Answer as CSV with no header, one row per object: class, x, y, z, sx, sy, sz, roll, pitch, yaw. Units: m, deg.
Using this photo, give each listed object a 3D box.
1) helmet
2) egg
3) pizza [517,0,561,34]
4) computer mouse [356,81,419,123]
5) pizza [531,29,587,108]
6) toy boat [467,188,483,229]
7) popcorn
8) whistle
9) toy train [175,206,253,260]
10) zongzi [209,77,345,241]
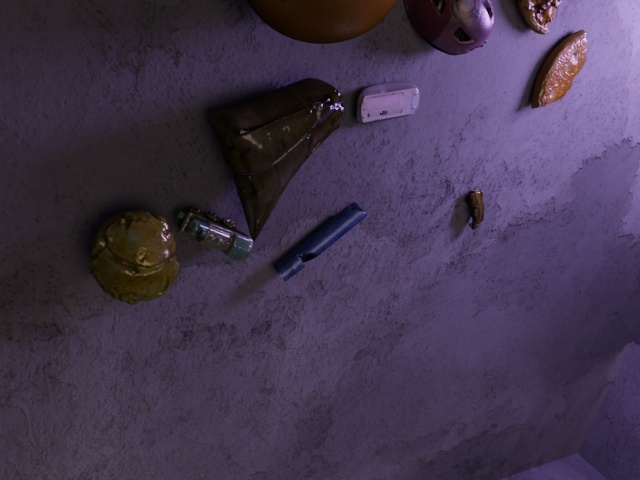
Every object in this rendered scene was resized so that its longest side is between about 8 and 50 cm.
helmet,0.349,-0.586,1.634,0.198,0.154,0.253,-48,137,2
egg,0.009,-0.557,1.331,0.352,0.282,0.282,-15,124,-25
pizza,0.618,-0.714,1.773,0.161,0.085,0.305,-36,132,-11
computer mouse,0.178,-0.370,1.716,0.199,0.045,0.102,-16,126,-25
pizza,0.747,-0.528,1.991,0.135,0.056,0.270,10,110,-35
toy boat,0.506,-0.102,2.098,0.049,0.047,0.149,-16,123,-9
popcorn,-0.430,0.038,1.476,0.204,0.183,0.221,-1,119,-27
whistle,0.000,0.000,1.815,0.304,0.062,0.062,-39,131,-7
toy train,-0.265,-0.019,1.585,0.194,0.125,0.080,23,100,-41
zongzi,-0.077,-0.196,1.575,0.323,0.160,0.360,-24,127,-19
